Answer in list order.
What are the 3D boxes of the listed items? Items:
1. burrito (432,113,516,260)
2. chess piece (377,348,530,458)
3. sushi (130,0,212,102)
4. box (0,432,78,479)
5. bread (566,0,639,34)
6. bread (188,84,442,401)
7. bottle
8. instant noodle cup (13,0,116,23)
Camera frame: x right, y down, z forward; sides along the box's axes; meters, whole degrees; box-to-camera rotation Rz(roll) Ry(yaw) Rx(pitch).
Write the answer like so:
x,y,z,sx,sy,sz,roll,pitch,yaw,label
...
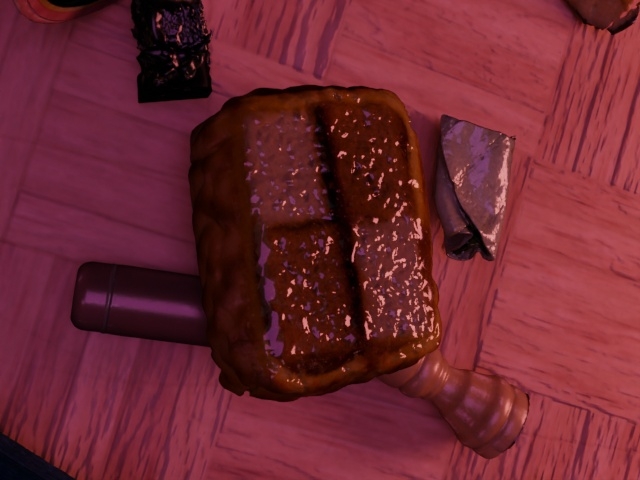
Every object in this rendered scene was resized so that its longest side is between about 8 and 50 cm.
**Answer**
x,y,z,sx,sy,sz,roll,pitch,yaw,label
0.123,-0.042,0.686,0.074,0.044,0.118,11,85,-17,burrito
0.105,0.120,0.678,0.122,0.066,0.066,35,82,-6,chess piece
-0.110,-0.150,0.605,0.056,0.084,0.083,-6,91,-15,sushi
-0.270,0.259,0.537,0.278,0.116,0.262,33,82,-1,box
0.270,-0.266,0.679,0.160,0.169,0.140,-35,100,4,bread
0.000,0.000,0.601,0.181,0.096,0.223,-3,80,-28,bread
-0.115,0.050,0.622,0.140,0.053,0.053,10,88,-15,bottle
-0.184,-0.311,0.525,0.244,0.244,0.255,-43,93,-10,instant noodle cup
